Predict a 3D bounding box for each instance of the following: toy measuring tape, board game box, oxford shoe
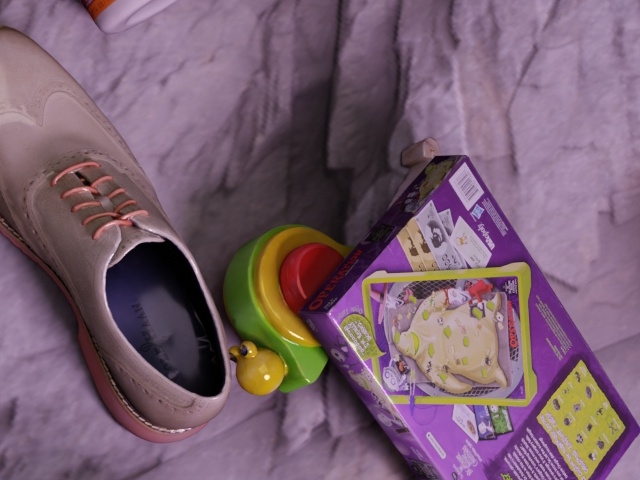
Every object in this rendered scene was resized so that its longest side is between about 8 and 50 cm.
[{"bbox_3d":[0.000,0.000,1.765,0.121,0.121,0.330,38,56,-10],"label":"toy measuring tape"},{"bbox_3d":[0.142,0.120,1.761,0.208,0.056,0.347,-50,119,-30],"label":"board game box"},{"bbox_3d":[-0.182,-0.022,1.664,0.140,0.146,0.397,-33,89,-25],"label":"oxford shoe"}]

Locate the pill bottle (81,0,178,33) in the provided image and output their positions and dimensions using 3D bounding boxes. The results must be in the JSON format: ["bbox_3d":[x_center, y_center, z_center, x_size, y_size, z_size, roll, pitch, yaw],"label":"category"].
[{"bbox_3d":[-0.198,-0.304,1.748,0.121,0.121,0.221,-32,91,-27],"label":"pill bottle"}]
